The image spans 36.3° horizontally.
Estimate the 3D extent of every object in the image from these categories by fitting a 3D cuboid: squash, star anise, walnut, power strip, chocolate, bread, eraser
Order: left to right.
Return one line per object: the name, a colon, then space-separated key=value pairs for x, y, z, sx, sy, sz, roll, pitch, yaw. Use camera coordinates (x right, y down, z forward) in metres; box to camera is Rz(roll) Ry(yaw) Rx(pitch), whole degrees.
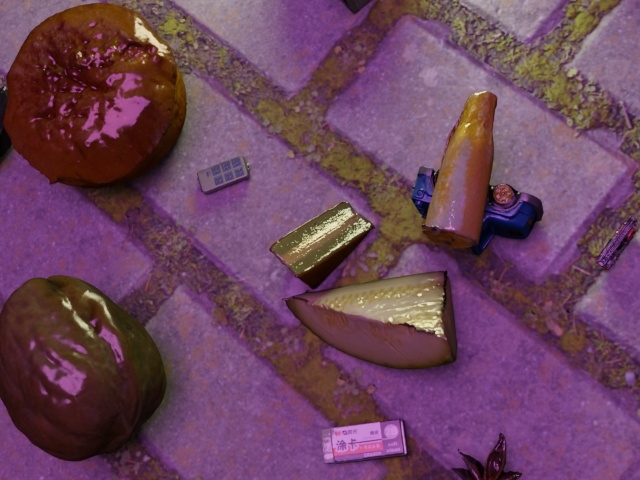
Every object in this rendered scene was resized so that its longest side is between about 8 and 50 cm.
walnut: x=-0.366 y=0.189 z=1.450 sx=0.283 sy=0.227 sz=0.282 roll=14 pitch=112 yaw=38
bread: x=-0.358 y=-0.231 z=1.593 sx=0.312 sy=0.172 sz=0.312 roll=-3 pitch=79 yaw=15
power strip: x=-0.157 y=-0.106 z=1.577 sx=0.090 sy=0.016 sz=0.040 roll=-20 pitch=71 yaw=10
bread: x=0.004 y=-0.004 z=1.468 sx=0.139 sy=0.084 sz=0.074 roll=-44 pitch=67 yaw=0
eraser: x=0.064 y=0.289 z=1.399 sx=0.122 sy=0.029 sz=0.052 roll=-9 pitch=73 yaw=13
squash: x=0.065 y=0.137 z=1.398 sx=0.252 sy=0.093 sz=0.169 roll=-10 pitch=28 yaw=13
chocolate: x=0.202 y=-0.100 z=1.340 sx=0.086 sy=0.085 sz=0.219 roll=12 pitch=76 yaw=19
star anise: x=0.219 y=0.337 z=1.329 sx=0.129 sy=0.056 sz=0.124 roll=-32 pitch=88 yaw=17

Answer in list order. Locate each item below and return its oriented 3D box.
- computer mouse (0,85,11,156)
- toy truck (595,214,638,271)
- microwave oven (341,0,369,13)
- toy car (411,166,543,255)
computer mouse: x=-0.577 y=-0.189 z=1.703 sx=0.099 sy=0.057 sz=0.172 roll=13 pitch=68 yaw=21
toy truck: x=0.419 y=0.003 z=1.375 sx=0.024 sy=0.032 sz=0.083 roll=37 pitch=86 yaw=26
microwave oven: x=0.035 y=-0.501 z=1.571 sx=0.163 sy=0.129 sz=0.205 roll=-41 pitch=69 yaw=3
toy car: x=0.217 y=-0.039 z=1.408 sx=0.191 sy=0.097 sz=0.100 roll=16 pitch=80 yaw=20
